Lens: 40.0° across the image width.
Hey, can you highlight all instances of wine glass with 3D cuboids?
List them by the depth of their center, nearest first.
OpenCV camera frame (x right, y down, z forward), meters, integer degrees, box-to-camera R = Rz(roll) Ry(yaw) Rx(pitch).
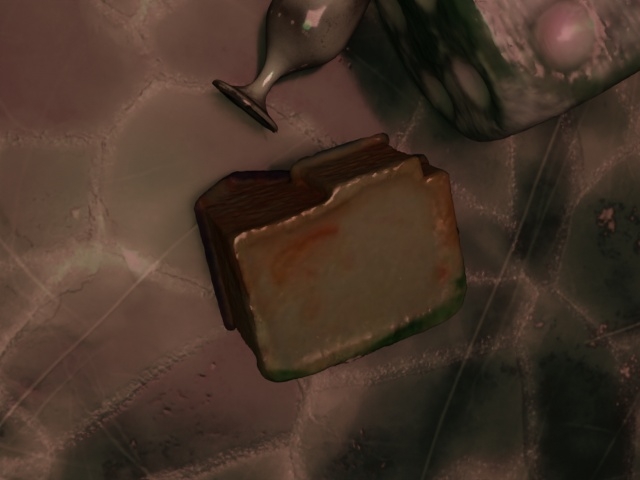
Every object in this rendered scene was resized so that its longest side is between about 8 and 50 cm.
[{"bbox_3d":[-0.037,-0.278,1.238,0.126,0.126,0.241,39,89,-10],"label":"wine glass"}]

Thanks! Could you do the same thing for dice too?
[{"bbox_3d":[0.275,-0.353,1.182,0.331,0.328,0.348,-32,98,-7],"label":"dice"}]

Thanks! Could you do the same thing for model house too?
[{"bbox_3d":[0.000,0.000,1.193,0.312,0.280,0.245,-21,110,-15],"label":"model house"}]

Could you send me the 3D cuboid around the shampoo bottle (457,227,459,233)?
[{"bbox_3d":[0.082,0.041,1.307,0.260,0.064,0.102,-44,100,-5],"label":"shampoo bottle"}]
